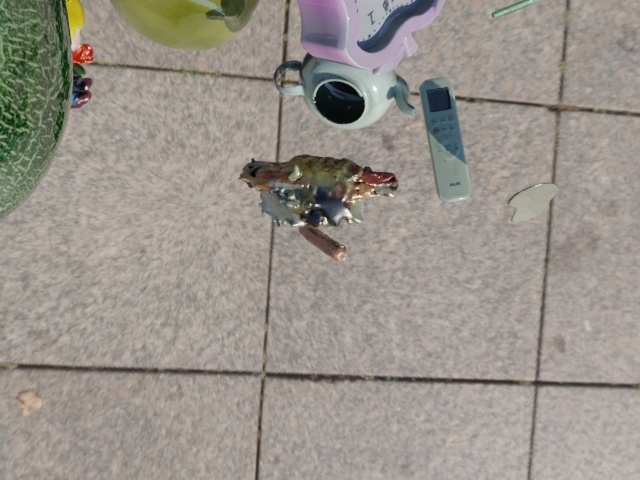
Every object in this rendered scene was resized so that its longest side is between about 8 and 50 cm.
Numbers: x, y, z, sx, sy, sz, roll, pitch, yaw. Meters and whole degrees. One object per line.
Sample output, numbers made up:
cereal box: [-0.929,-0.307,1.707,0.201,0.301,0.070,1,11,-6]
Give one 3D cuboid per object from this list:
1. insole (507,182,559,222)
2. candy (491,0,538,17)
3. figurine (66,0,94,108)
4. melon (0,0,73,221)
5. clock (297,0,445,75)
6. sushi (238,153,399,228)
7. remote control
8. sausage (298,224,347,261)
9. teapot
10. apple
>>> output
insole: [0.502,-0.087,1.624,0.119,0.348,0.009,-16,77,10]
candy: [0.530,-0.547,1.476,0.323,0.097,0.097,-18,96,18]
figurine: [-0.455,-0.348,1.195,0.185,0.127,0.234,30,122,-27]
melon: [-0.227,-0.115,0.362,0.182,0.182,0.287,-15,71,-8]
clock: [0.085,-0.436,1.067,0.338,0.102,0.338,-28,128,-43]
sushi: [-0.006,-0.068,0.935,0.226,0.097,0.103,0,94,11]
remote control: [0.309,-0.250,1.698,0.090,0.038,0.309,-10,92,-6]
sausage: [0.000,0.000,1.367,0.036,0.158,0.042,-29,123,-19]
teapot: [0.049,-0.301,1.320,0.294,0.193,0.129,10,49,12]
apple: [-0.304,-0.598,1.527,0.357,0.357,0.357,0,93,-9]
